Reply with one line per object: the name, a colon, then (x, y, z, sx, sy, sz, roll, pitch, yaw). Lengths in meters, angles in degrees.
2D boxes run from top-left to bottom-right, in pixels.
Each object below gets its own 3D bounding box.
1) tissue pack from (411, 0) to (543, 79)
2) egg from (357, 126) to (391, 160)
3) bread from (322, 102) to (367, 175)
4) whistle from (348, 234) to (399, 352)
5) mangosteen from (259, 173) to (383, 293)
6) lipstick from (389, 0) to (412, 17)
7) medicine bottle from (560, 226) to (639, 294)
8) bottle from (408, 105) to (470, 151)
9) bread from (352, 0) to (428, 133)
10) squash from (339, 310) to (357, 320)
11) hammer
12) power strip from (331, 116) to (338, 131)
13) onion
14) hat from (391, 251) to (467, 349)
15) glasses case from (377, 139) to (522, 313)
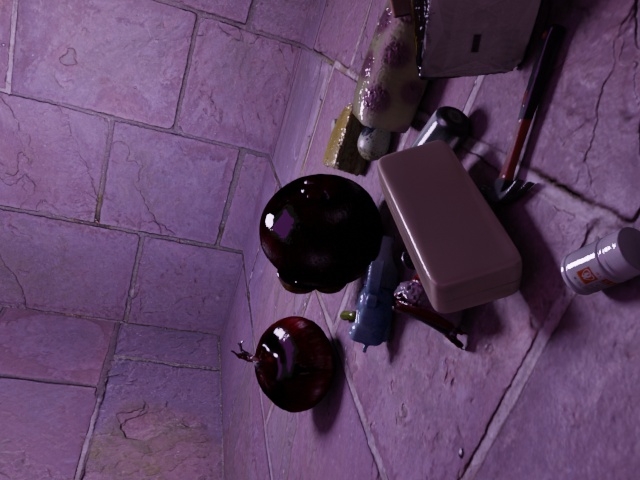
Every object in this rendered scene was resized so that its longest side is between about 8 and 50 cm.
tissue pack: (0.261, -0.479, 0.923, 0.210, 0.198, 0.369, 88, -176, -62)
egg: (0.144, -0.264, 1.394, 0.085, 0.085, 0.110, -116, 46, -63)
bread: (0.089, -0.297, 1.568, 0.138, 0.102, 0.196, -150, 75, -70)
whistle: (0.125, 0.119, 1.190, 0.180, 0.093, 0.269, 55, -136, -78)
mangosteen: (0.000, 0.000, 1.337, 0.306, 0.307, 0.346, -98, 10, -48)
lipstick: (0.153, -0.517, 1.053, 0.145, 0.045, 0.045, 60, -150, -58)
medicine bottle: (0.336, 0.026, 0.624, 0.089, 0.057, 0.057, 131, 146, -58)
bottle: (0.219, -0.163, 1.107, 0.096, 0.080, 0.253, 53, 142, 15)
bread: (0.187, -0.433, 1.243, 0.187, 0.155, 0.338, -107, 33, -63)
squash: (0.077, 0.200, 1.405, 0.083, 0.028, 0.027, 156, 124, -70)
hammer: (0.326, -0.195, 0.845, 0.111, 0.033, 0.287, -137, 60, -71)
power strip: (0.065, -0.353, 1.777, 0.030, 0.048, 0.191, 125, 151, -44)
onion: (-0.099, 0.348, 1.482, 0.273, 0.285, 0.273, -11, 75, 50)
hat: (0.225, 0.055, 0.930, 0.140, 0.129, 0.227, 21, 80, 33)
glasses case: (0.204, -0.038, 0.892, 0.336, 0.144, 0.076, -104, -3, -46)
